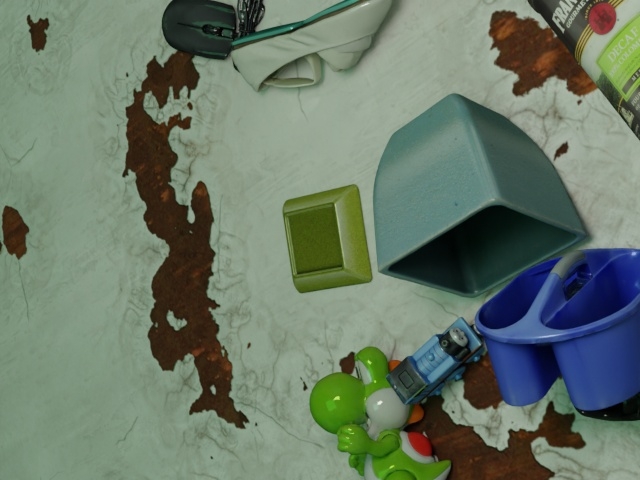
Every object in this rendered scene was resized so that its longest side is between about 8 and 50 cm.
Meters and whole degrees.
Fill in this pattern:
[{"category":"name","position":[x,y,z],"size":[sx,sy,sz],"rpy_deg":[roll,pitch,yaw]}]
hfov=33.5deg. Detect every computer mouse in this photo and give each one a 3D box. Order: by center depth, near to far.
[{"category":"computer mouse","position":[-0.240,-0.445,2.181],"size":[0.272,0.072,0.188],"rpy_deg":[13,102,38]}]

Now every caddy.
[{"category":"caddy","position":[0.377,0.107,1.565],"size":[0.241,0.341,0.179],"rpy_deg":[-3,108,39]}]

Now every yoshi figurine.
[{"category":"yoshi figurine","position":[0.084,0.378,1.903],"size":[0.203,0.203,0.362],"rpy_deg":[-26,74,44]}]

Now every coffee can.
[{"category":"coffee can","position":[0.432,-0.280,1.397],"size":[0.201,0.201,0.275],"rpy_deg":[-46,64,32]}]

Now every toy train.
[{"category":"toy train","position":[0.203,0.210,1.837],"size":[0.184,0.105,0.080],"rpy_deg":[-46,66,24]}]

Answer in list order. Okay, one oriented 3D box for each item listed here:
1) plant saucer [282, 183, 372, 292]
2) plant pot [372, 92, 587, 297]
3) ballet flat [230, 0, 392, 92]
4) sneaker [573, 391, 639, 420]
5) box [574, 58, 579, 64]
[{"category":"plant saucer","position":[0.000,0.000,2.034],"size":[0.188,0.045,0.188],"rpy_deg":[-11,86,39]},{"category":"plant pot","position":[0.235,-0.086,1.723],"size":[0.248,0.247,0.252],"rpy_deg":[-33,55,36]},{"category":"ballet flat","position":[-0.004,-0.362,1.976],"size":[0.400,0.139,0.139],"rpy_deg":[-10,87,43]},{"category":"sneaker","position":[0.510,0.224,1.582],"size":[0.286,0.130,0.109],"rpy_deg":[-24,76,36]},{"category":"box","position":[0.430,-0.375,1.627],"size":[0.156,0.093,0.158],"rpy_deg":[-41,69,34]}]
